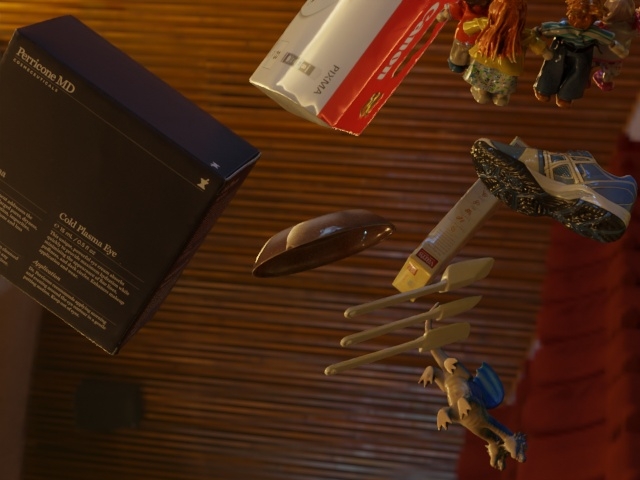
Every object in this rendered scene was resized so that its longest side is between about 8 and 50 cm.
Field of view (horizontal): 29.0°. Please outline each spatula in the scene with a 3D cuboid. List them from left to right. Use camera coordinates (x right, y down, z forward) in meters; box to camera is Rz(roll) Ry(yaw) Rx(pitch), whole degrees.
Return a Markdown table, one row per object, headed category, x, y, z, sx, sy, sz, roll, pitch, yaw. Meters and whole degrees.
| category | x | y | z | sx | sy | sz | roll | pitch | yaw |
| --- | --- | --- | --- | --- | --- | --- | --- | --- | --- |
| spatula | 0.122 | 0.105 | 1.684 | 0.019 | 0.242 | 0.168 | 57 | 148 | 34 |

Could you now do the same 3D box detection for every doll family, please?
| category | x | y | z | sx | sy | sz | roll | pitch | yaw |
| --- | --- | --- | --- | --- | --- | --- | --- | --- | --- |
| doll family | 0.269 | -0.233 | 1.478 | 0.163 | 0.263 | 0.118 | 96 | 179 | -51 |

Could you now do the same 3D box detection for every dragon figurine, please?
| category | x | y | z | sx | sy | sz | roll | pitch | yaw |
| --- | --- | --- | --- | --- | --- | --- | --- | --- | --- |
| dragon figurine | 0.248 | 0.252 | 2.075 | 0.144 | 0.085 | 0.289 | 19 | -140 | -46 |

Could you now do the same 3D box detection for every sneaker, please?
| category | x | y | z | sx | sy | sz | roll | pitch | yaw |
| --- | --- | --- | --- | --- | --- | --- | --- | --- | --- |
| sneaker | 0.280 | -0.073 | 1.492 | 0.081 | 0.211 | 0.080 | -53 | -19 | -26 |

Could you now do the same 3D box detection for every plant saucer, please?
| category | x | y | z | sx | sy | sz | roll | pitch | yaw |
| --- | --- | --- | --- | --- | --- | --- | --- | --- | --- |
| plant saucer | 0.000 | 0.000 | 1.623 | 0.198 | 0.198 | 0.036 | 32 | -140 | -77 |

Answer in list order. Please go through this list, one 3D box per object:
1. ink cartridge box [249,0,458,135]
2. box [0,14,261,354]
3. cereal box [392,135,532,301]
| category | x | y | z | sx | sy | sz | roll | pitch | yaw |
| --- | --- | --- | --- | --- | --- | --- | --- | --- | --- |
| ink cartridge box | 0.060 | -0.306 | 1.720 | 0.308 | 0.091 | 0.385 | -53 | 19 | 0 |
| box | -0.316 | -0.080 | 1.710 | 0.312 | 0.343 | 0.179 | -54 | -1 | 22 |
| cereal box | 0.204 | -0.027 | 1.769 | 0.240 | 0.047 | 0.173 | -46 | -7 | -15 |
